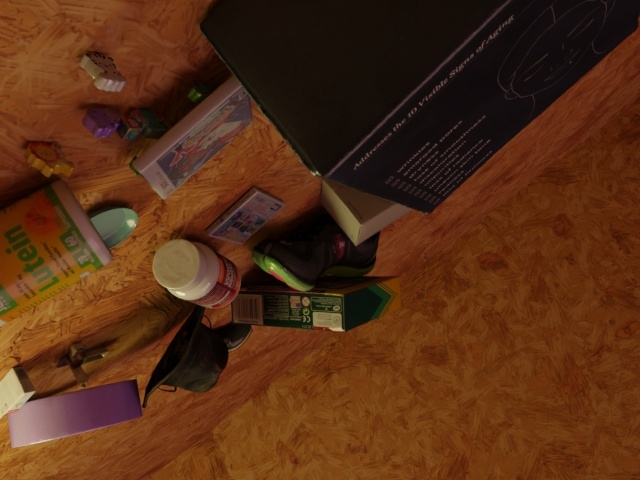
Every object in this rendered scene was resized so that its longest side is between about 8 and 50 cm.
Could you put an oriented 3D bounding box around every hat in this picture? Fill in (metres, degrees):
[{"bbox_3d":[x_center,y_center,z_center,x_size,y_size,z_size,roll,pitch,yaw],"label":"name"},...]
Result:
[{"bbox_3d":[-0.302,0.291,1.461,0.331,0.134,0.331,-52,-168,15],"label":"hat"}]

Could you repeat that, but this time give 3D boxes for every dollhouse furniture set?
[{"bbox_3d":[-0.506,0.275,1.360,0.091,0.081,0.114,-48,160,28],"label":"dollhouse furniture set"}]

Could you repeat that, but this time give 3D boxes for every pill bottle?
[{"bbox_3d":[-0.427,0.033,0.829,0.246,0.136,0.136,-33,161,-15],"label":"pill bottle"},{"bbox_3d":[-0.256,0.071,1.274,0.121,0.121,0.221,-38,162,0],"label":"pill bottle"}]

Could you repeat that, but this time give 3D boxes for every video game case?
[{"bbox_3d":[-0.183,-0.152,0.918,0.201,0.023,0.183,-44,177,-8],"label":"video game case"},{"bbox_3d":[-0.160,-0.051,1.328,0.143,0.019,0.157,-41,163,10],"label":"video game case"}]

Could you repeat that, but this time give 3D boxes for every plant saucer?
[{"bbox_3d":[-0.362,-0.021,1.008,0.119,0.021,0.119,-33,162,-12],"label":"plant saucer"}]

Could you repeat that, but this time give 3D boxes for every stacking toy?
[{"bbox_3d":[-0.263,-0.161,0.822,0.167,0.052,0.221,-45,163,27],"label":"stacking toy"}]

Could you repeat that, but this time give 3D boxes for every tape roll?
[{"bbox_3d":[-0.548,0.385,1.365,0.275,0.090,0.275,-12,170,-2],"label":"tape roll"}]

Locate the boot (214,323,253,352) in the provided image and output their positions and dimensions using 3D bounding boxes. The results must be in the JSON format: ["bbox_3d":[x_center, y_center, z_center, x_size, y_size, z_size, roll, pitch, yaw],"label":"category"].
[{"bbox_3d":[-0.298,0.290,1.819,0.198,0.077,0.137,-34,157,-15],"label":"boot"}]

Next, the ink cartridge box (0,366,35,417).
[{"bbox_3d":[-0.637,0.318,1.244,0.115,0.063,0.029,-44,159,20],"label":"ink cartridge box"}]

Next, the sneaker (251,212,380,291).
[{"bbox_3d":[0.000,0.000,1.581,0.483,0.185,0.202,-11,126,-56],"label":"sneaker"}]

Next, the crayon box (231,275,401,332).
[{"bbox_3d":[-0.008,0.164,1.678,0.363,0.106,0.313,-1,-176,34],"label":"crayon box"}]

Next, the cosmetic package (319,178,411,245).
[{"bbox_3d":[0.168,-0.142,1.506,0.309,0.160,0.113,-33,160,-19],"label":"cosmetic package"}]

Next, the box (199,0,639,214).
[{"bbox_3d":[0.179,-0.312,0.885,0.480,0.297,0.472,-43,163,16],"label":"box"}]
